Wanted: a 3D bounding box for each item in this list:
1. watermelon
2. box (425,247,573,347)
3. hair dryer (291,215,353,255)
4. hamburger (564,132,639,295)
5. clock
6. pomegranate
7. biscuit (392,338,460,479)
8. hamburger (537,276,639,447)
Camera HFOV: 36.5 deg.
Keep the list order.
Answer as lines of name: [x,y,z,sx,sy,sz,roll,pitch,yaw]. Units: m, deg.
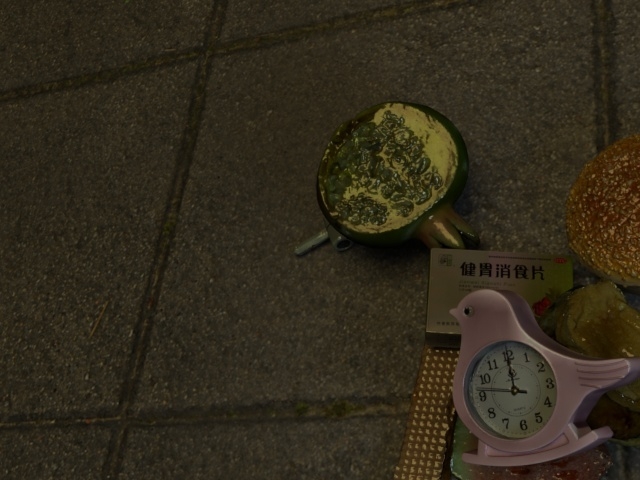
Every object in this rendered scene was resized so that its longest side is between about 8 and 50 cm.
watermelon: [0.350,0.335,1.580,0.257,0.140,0.193,22,101,33]
box: [0.322,0.108,1.746,0.261,0.062,0.175,2,59,8]
hair dryer: [0.000,0.000,2.046,0.137,0.047,0.082,-29,51,15]
hamburger: [0.572,-0.047,1.695,0.302,0.170,0.302,-14,54,20]
clock: [0.340,0.197,1.487,0.290,0.080,0.275,-14,77,31]
pomegranate: [0.169,-0.093,1.927,0.310,0.216,0.358,-41,80,-3]
biscuit: [0.201,0.314,1.726,0.094,0.054,0.378,0,60,27]
hamburger: [0.462,0.209,1.561,0.211,0.132,0.309,-23,55,-23]
